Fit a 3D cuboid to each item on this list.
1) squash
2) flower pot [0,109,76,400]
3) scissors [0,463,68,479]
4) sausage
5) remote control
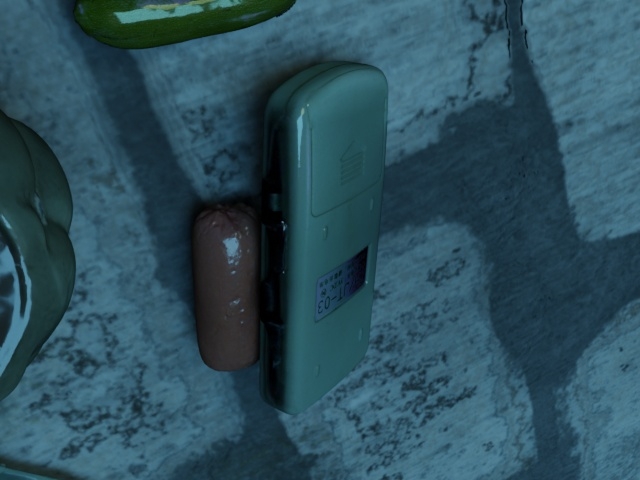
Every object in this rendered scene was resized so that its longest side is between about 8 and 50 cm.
[{"bbox_3d":[-0.082,-0.171,0.544,0.183,0.052,0.052,-17,122,-20],"label":"squash"},{"bbox_3d":[-0.269,0.004,0.446,0.246,0.195,0.246,-12,114,-27],"label":"flower pot"},{"bbox_3d":[-0.354,0.165,0.604,0.256,0.029,0.383,-48,125,2],"label":"scissors"},{"bbox_3d":[-0.077,0.040,0.651,0.062,0.062,0.154,-10,120,-21],"label":"sausage"},{"bbox_3d":[0.000,0.000,0.643,0.140,0.056,0.296,-34,134,-49],"label":"remote control"}]
